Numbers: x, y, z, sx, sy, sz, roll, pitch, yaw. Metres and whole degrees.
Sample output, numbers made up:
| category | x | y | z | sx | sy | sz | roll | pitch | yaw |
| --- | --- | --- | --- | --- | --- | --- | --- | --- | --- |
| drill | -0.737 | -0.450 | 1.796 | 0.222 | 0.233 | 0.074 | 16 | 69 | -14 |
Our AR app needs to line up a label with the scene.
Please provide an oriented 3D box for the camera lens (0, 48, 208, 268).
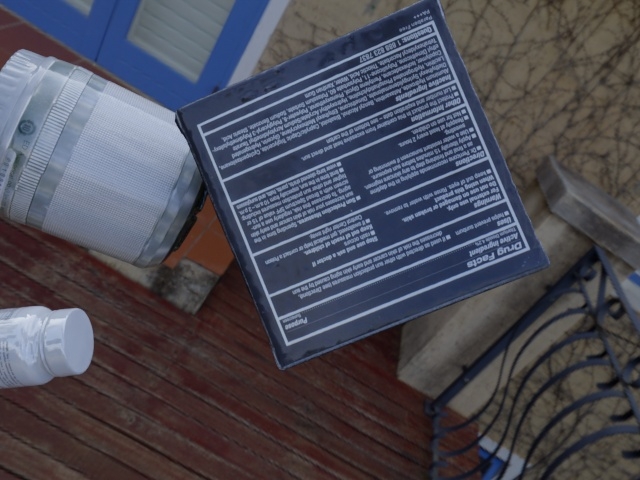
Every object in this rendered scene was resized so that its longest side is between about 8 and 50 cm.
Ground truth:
| category | x | y | z | sx | sy | sz | roll | pitch | yaw |
| --- | --- | --- | --- | --- | --- | --- | --- | --- | --- |
| camera lens | -0.298 | -0.100 | 0.767 | 0.274 | 0.219 | 0.219 | 24 | 31 | -23 |

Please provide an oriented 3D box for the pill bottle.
| category | x | y | z | sx | sy | sz | roll | pitch | yaw |
| --- | --- | --- | --- | --- | --- | --- | --- | --- | --- |
| pill bottle | -0.627 | 0.218 | 1.153 | 0.283 | 0.160 | 0.160 | -6 | 34 | 2 |

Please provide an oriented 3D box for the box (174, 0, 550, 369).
| category | x | y | z | sx | sy | sz | roll | pitch | yaw |
| --- | --- | --- | --- | --- | --- | --- | --- | --- | --- |
| box | 0.044 | -0.054 | 0.650 | 0.183 | 0.297 | 0.293 | 2 | 66 | -84 |
